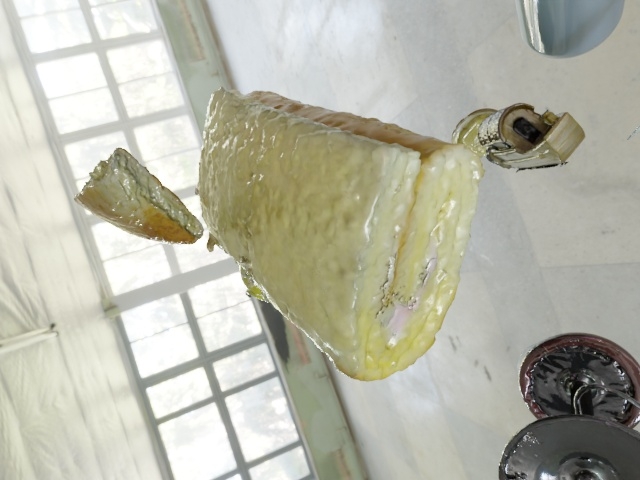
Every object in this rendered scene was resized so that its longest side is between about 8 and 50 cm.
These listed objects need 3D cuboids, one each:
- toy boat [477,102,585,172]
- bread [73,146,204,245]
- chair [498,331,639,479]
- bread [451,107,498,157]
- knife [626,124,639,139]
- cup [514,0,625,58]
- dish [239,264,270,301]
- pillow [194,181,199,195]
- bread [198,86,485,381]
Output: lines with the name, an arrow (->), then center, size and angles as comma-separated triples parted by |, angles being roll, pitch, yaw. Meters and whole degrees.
toy boat -> 0.258, -0.134, 0.593 | 0.088, 0.068, 0.226 | 37, -170, 0
bread -> -0.224, -0.043, 0.516 | 0.154, 0.136, 0.054 | 62, -137, -53
chair -> 0.433, 0.296, 0.768 | 0.401, 0.226, 0.227 | -21, -87, -62
bread -> 0.401, -0.254, 1.121 | 0.086, 0.156, 0.125 | -68, -25, -68
knife -> 0.577, -0.260, 0.689 | 0.017, 0.047, 0.298 | 58, 149, 20
cup -> 0.472, -0.505, 0.880 | 0.312, 0.205, 0.205 | 29, -150, -59
dish -> -0.101, 0.080, 0.938 | 0.148, 0.207, 0.080 | 21, 98, 35
pillow -> -0.163, -0.164, 1.000 | 0.084, 0.236, 0.223 | 58, 167, -19
bread -> -0.022, -0.034, 0.531 | 0.375, 0.165, 0.237 | 35, 123, 48
